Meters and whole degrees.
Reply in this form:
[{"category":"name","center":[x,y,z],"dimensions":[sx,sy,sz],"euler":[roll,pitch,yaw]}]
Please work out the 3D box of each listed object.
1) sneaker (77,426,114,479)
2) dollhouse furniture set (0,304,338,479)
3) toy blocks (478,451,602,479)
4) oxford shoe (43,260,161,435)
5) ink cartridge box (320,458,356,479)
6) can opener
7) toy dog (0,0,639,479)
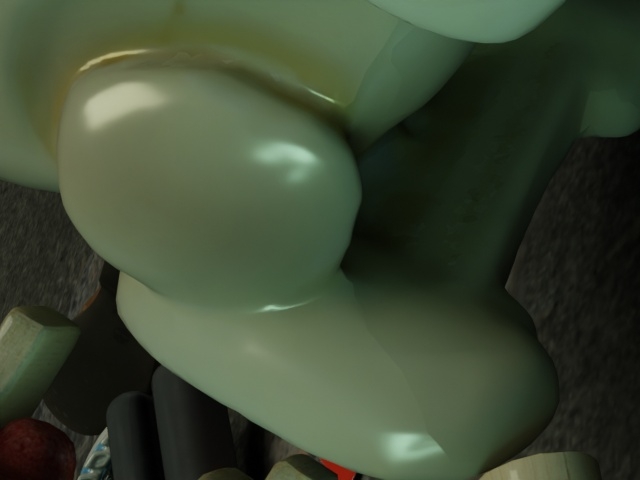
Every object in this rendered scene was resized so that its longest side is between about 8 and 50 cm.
[{"category":"sneaker","center":[-0.130,0.176,1.205],"dimensions":[0.190,0.071,0.083],"euler":[-67,16,8]},{"category":"dollhouse furniture set","center":[0.014,0.163,0.404],"dimensions":[0.152,0.374,0.201],"euler":[-64,-17,6]},{"category":"toy blocks","center":[-0.047,0.243,0.660],"dimensions":[0.309,0.289,0.260],"euler":[128,137,-55]},{"category":"oxford shoe","center":[-0.121,0.052,1.316],"dimensions":[0.212,0.076,0.076],"euler":[-55,-4,39]},{"category":"ink cartridge box","center":[0.000,0.000,1.062],"dimensions":[0.189,0.066,0.232],"euler":[-65,18,13]},{"category":"can opener","center":[-0.082,0.180,1.026],"dimensions":[0.076,0.095,0.283],"euler":[-36,46,26]},{"category":"toy dog","center":[-0.013,-0.196,0.659],"dimensions":[0.284,0.395,0.408],"euler":[-48,-27,-40]}]
